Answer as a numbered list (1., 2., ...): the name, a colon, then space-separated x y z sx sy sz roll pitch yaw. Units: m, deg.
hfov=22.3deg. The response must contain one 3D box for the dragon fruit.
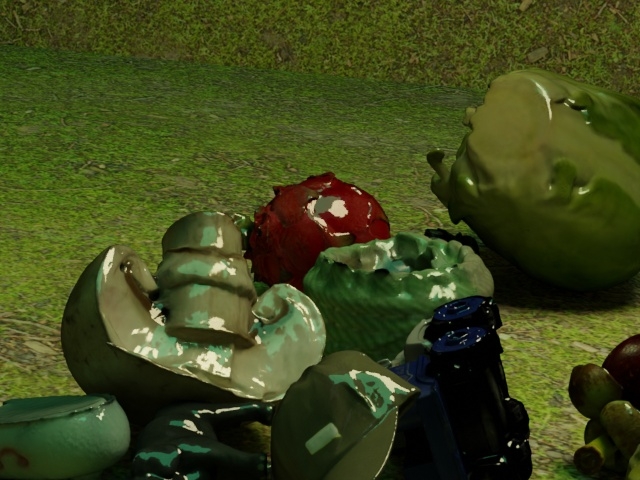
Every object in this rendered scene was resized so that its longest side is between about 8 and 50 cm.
1. dragon fruit: 0.000 0.000 1.999 0.209 0.172 0.172 -4 19 -24

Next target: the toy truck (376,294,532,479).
1. toy truck: 0.106 0.161 1.576 0.177 0.161 0.213 -16 13 9

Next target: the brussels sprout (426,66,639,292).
1. brussels sprout: 0.320 -0.087 2.154 0.315 0.276 0.371 33 4 21

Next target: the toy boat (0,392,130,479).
1. toy boat: -0.255 0.186 1.464 0.208 0.078 0.134 -5 3 40

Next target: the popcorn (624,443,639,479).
1. popcorn: 0.362 0.230 1.343 0.225 0.173 0.286 5 14 24

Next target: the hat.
1. hat: -0.011 0.186 1.342 0.144 0.166 0.173 37 24 19

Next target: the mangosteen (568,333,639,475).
1. mangosteen: 0.323 0.179 1.606 0.156 0.181 0.146 38 -10 34

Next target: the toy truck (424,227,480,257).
1. toy truck: 0.171 0.041 2.107 0.088 0.074 0.201 14 16 -2

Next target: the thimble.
1. thimble: 0.085 0.080 1.774 0.219 0.150 0.219 2 13 0

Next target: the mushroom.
1. mushroom: -0.139 0.090 1.588 0.254 0.189 0.195 17 54 -28

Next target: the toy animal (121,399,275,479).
1. toy animal: -0.109 0.213 1.405 0.137 0.082 0.269 5 20 9
